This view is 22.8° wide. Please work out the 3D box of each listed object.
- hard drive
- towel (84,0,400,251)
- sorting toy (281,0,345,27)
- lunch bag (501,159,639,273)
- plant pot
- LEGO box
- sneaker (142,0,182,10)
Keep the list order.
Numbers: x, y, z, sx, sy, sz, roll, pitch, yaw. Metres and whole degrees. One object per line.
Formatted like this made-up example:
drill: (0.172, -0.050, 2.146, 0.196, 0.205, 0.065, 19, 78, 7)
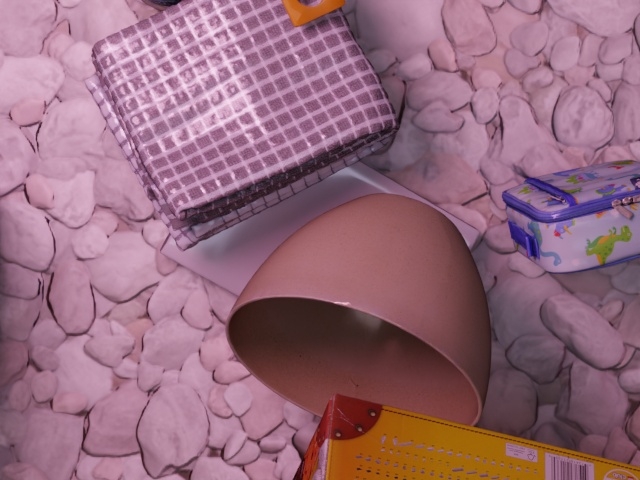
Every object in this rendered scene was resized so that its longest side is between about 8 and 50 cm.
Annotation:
hard drive: (0.000, 0.000, 1.815, 0.307, 0.040, 0.203, 30, 95, -10)
towel: (-0.086, -0.155, 1.701, 0.283, 0.121, 0.235, -27, 83, -8)
sorting toy: (-0.075, -0.388, 1.664, 0.196, 0.047, 0.348, -15, 89, -22)
lunch bag: (0.299, -0.029, 1.751, 0.176, 0.219, 0.090, -14, 100, -3)
plant pot: (0.065, 0.063, 1.701, 0.284, 0.284, 0.191, 29, 60, -10)
LEGO box: (0.188, 0.396, 1.734, 0.500, 0.193, 0.372, 14, 137, -8)
sneaker: (-0.236, -0.354, 1.689, 0.283, 0.122, 0.110, 35, 94, -10)
